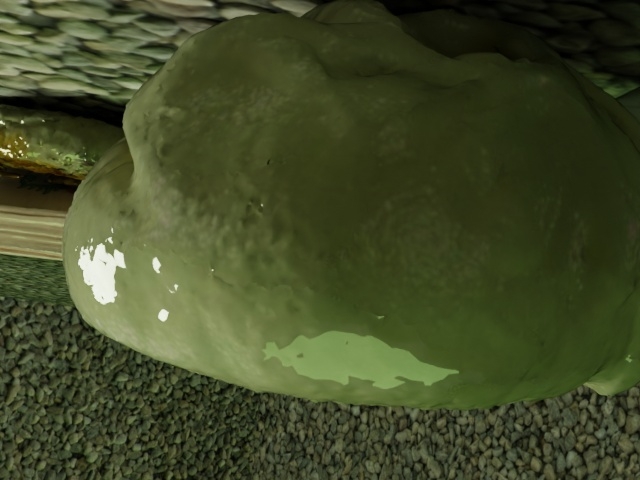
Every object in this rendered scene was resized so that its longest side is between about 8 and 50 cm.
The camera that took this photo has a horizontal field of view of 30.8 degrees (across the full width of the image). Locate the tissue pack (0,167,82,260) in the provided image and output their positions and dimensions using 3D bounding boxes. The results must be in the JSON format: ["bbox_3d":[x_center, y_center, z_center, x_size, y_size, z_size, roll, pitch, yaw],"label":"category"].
[{"bbox_3d":[-0.302,-0.034,1.240,0.325,0.071,0.170,6,-161,0],"label":"tissue pack"}]

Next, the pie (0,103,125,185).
[{"bbox_3d":[-0.236,-0.081,1.102,0.274,0.055,0.274,9,176,1],"label":"pie"}]

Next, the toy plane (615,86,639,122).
[{"bbox_3d":[0.295,-0.048,0.820,0.255,0.101,0.251,10,158,-31],"label":"toy plane"}]

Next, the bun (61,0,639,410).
[{"bbox_3d":[0.030,-0.033,0.700,0.365,0.219,0.365,6,-172,-1],"label":"bun"}]

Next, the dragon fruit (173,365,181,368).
[{"bbox_3d":[-0.218,0.124,1.978,0.273,0.198,0.218,8,146,-28],"label":"dragon fruit"}]
